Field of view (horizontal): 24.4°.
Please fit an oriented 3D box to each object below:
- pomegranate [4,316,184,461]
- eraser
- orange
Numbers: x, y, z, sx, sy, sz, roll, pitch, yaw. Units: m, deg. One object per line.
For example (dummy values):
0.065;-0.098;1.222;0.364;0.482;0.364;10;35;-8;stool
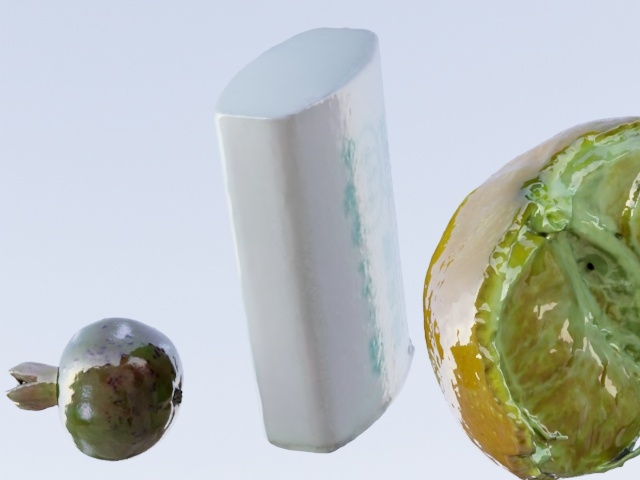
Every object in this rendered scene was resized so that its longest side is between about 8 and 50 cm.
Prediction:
-0.176;0.114;1.160;0.142;0.115;0.114;2;-28;13;pomegranate
0.000;0.000;1.156;0.104;0.189;0.290;7;-61;27;eraser
0.158;0.026;0.884;0.237;0.158;0.179;-41;-59;-13;orange
